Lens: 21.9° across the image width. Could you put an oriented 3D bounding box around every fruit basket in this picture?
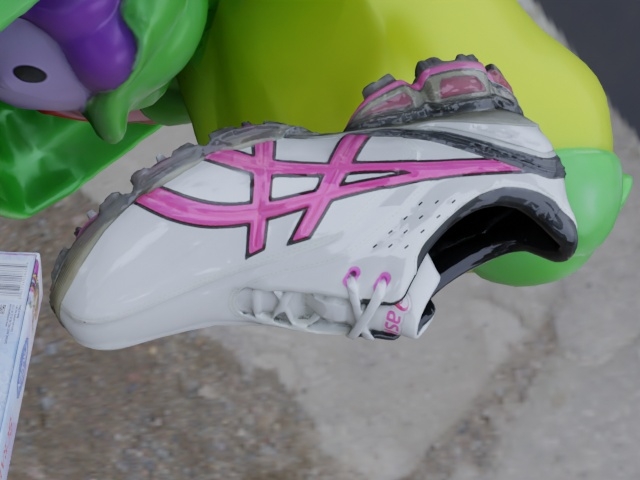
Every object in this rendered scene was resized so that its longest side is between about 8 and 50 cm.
[{"bbox_3d":[-0.055,-0.083,0.772,0.283,0.392,0.392,-36,101,2],"label":"fruit basket"}]

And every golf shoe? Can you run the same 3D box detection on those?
[{"bbox_3d":[0.000,0.000,0.569,0.186,0.067,0.086,-22,58,-12],"label":"golf shoe"}]

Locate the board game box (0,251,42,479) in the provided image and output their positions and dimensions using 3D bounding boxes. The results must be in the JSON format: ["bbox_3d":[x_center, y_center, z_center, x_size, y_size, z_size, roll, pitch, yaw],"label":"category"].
[{"bbox_3d":[-0.428,0.133,1.478,0.318,0.066,0.319,4,43,-1],"label":"board game box"}]
